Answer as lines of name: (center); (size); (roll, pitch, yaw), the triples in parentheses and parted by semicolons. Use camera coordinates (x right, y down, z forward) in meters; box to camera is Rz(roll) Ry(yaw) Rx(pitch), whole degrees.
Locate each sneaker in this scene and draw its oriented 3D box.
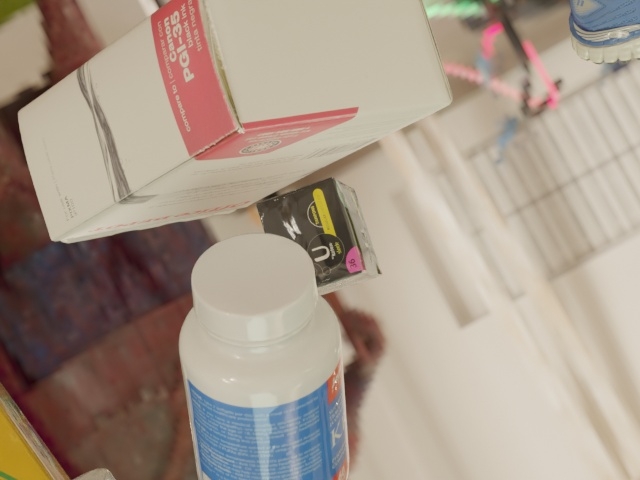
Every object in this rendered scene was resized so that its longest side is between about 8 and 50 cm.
sneaker: (0.442, -0.303, 2.192); (0.330, 0.147, 0.130); (-8, -153, 19)

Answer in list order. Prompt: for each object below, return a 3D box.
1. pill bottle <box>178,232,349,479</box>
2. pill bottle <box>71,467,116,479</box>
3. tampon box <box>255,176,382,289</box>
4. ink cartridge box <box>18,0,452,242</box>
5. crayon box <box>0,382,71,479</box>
pill bottle: (-0.043, 0.107, 1.442); (0.124, 0.124, 0.221); (-24, 136, -21)
pill bottle: (-0.120, 0.235, 1.225); (0.094, 0.169, 0.094); (-32, -170, 7)
tampon box: (0.000, 0.000, 2.278); (0.101, 0.120, 0.161); (-19, 175, 8)
ink cartridge box: (-0.074, -0.102, 1.438); (0.207, 0.117, 0.283); (-12, 172, -39)
crayon box: (-0.244, 0.222, 1.563); (0.081, 0.318, 0.202); (-36, -179, -7)
